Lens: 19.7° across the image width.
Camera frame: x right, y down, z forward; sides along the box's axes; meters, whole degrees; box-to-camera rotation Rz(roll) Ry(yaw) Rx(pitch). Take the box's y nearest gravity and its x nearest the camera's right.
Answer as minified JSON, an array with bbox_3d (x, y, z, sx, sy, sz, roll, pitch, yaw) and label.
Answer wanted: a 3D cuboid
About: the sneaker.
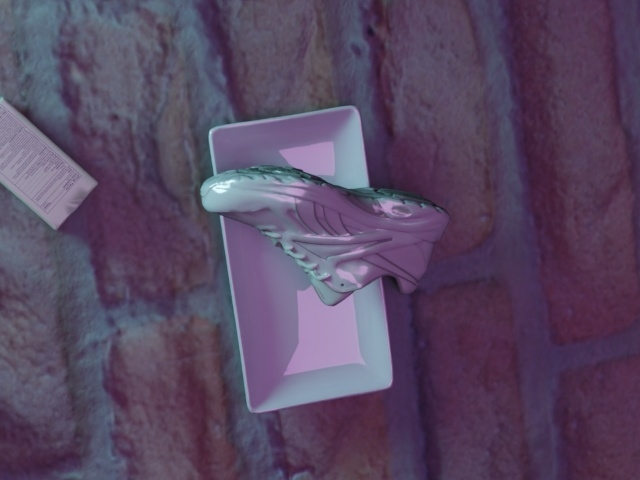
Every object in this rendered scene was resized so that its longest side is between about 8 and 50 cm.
[{"bbox_3d":[0.000,0.000,1.654,0.232,0.090,0.115,12,96,-15],"label":"sneaker"}]

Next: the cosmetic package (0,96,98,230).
[{"bbox_3d":[-0.259,-0.068,1.630,0.115,0.041,0.060,44,84,-15],"label":"cosmetic package"}]

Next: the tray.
[{"bbox_3d":[-0.018,0.017,1.711,0.145,0.030,0.270,-10,98,-15],"label":"tray"}]
